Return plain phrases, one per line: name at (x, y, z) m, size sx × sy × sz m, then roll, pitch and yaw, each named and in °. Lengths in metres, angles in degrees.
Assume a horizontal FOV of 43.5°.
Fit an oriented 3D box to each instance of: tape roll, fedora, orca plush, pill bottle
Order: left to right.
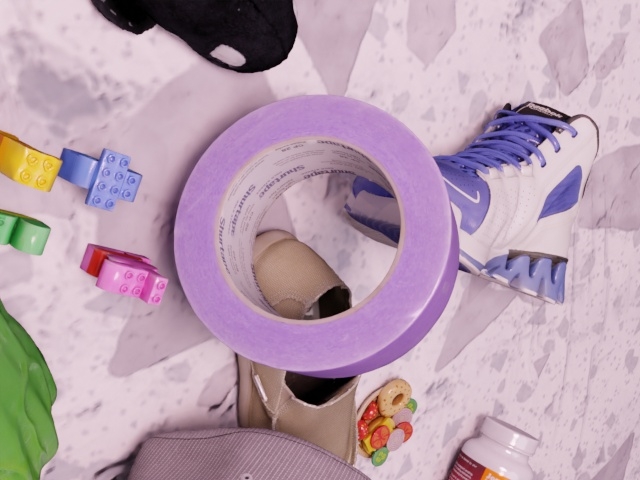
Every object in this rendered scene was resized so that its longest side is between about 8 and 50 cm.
orca plush at (-0.076, -0.219, 0.481) m, size 0.151 × 0.102 × 0.287 m, roll -35°, pitch 126°, yaw -26°
fedora at (-0.060, 0.218, 0.605) m, size 0.243 × 0.276 × 0.124 m, roll 91°, pitch 8°, yaw -59°
tape roll at (0.000, 0.000, 0.561) m, size 0.189 × 0.189 × 0.080 m, roll -62°, pitch 161°, yaw -5°
pill bottle at (0.187, 0.282, 0.911) m, size 0.086 × 0.086 × 0.152 m, roll 25°, pitch 88°, yaw -43°

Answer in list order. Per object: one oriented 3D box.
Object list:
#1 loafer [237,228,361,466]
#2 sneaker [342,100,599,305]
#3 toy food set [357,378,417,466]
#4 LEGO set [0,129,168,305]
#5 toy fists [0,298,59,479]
loafer at (-0.012, 0.123, 0.673) m, size 0.102 × 0.092 × 0.268 m, roll -29°, pitch 123°, yaw -30°
sneaker at (0.158, -0.057, 0.745) m, size 0.316 × 0.127 × 0.182 m, roll 19°, pitch 90°, yaw -50°
toy food set at (0.066, 0.185, 0.814) m, size 0.083 × 0.020 × 0.082 m, roll -40°, pitch 128°, yaw -23°
LEGO set at (-0.171, -0.023, 0.478) m, size 0.227 × 0.093 × 0.087 m, roll 17°, pitch 94°, yaw -43°
toy fists at (-0.240, 0.152, 0.422) m, size 0.279 × 0.096 × 0.142 m, roll -65°, pitch 148°, yaw -47°
